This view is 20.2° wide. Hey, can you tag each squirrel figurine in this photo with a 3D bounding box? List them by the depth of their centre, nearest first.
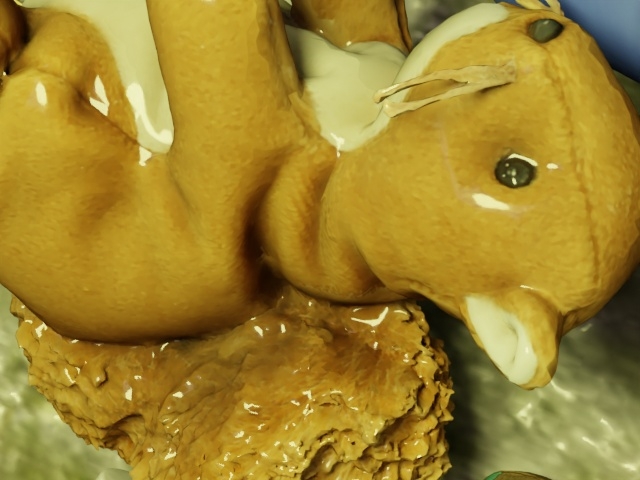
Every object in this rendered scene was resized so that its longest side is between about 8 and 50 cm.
[{"bbox_3d":[0.000,0.000,0.993,0.370,0.281,0.397,15,117,22],"label":"squirrel figurine"}]

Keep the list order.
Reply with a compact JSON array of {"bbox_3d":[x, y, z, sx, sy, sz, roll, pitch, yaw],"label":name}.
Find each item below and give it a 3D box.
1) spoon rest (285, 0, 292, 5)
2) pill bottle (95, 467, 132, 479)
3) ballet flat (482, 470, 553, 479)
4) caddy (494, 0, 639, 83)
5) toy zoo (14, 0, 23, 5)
[{"bbox_3d":[-0.057,-0.263,1.180,0.137,0.084,0.276,-14,90,20],"label":"spoon rest"},{"bbox_3d":[-0.160,0.266,1.093,0.136,0.136,0.246,38,96,22],"label":"pill bottle"},{"bbox_3d":[0.147,0.282,0.965,0.116,0.124,0.342,-26,69,20],"label":"ballet flat"},{"bbox_3d":[0.212,-0.223,0.927,0.179,0.341,0.241,31,59,30],"label":"caddy"},{"bbox_3d":[-0.289,-0.079,1.257,0.192,0.030,0.293,21,90,23],"label":"toy zoo"}]
